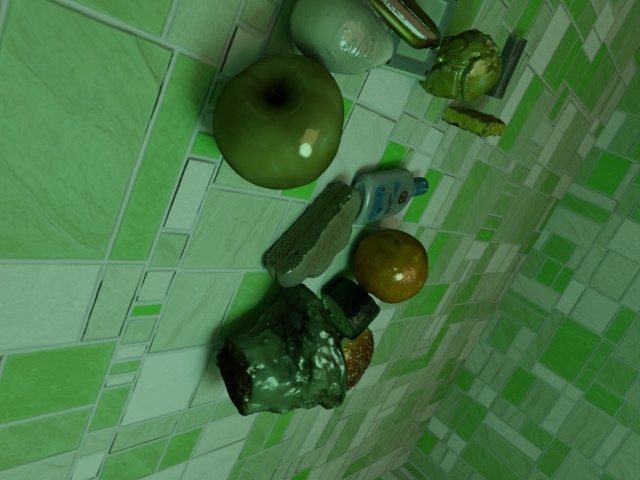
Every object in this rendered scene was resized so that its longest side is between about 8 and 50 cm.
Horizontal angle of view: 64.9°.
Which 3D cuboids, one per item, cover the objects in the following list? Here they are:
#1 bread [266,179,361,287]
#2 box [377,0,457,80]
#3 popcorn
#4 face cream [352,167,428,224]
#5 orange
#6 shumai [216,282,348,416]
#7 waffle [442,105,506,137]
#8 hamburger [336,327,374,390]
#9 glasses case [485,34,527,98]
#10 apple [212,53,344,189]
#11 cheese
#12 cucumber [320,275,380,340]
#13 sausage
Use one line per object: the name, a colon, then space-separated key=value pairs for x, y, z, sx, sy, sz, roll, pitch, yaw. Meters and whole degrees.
bread: x=-0.004 y=-0.004 z=1.403 sx=0.337 sy=0.102 sz=0.183 roll=-49 pitch=151 yaw=-13
box: x=0.199 y=-0.514 z=1.186 sx=0.225 sy=0.117 sz=0.225 roll=-9 pitch=126 yaw=-48
popcorn: x=0.369 y=-0.466 z=1.351 sx=0.204 sy=0.221 sz=0.184 roll=5 pitch=91 yaw=-52
face cream: x=0.221 y=-0.148 z=1.571 sx=0.336 sy=0.080 sz=0.163 roll=-16 pitch=130 yaw=-44
orange: x=0.228 y=0.080 z=1.634 sx=0.246 sy=0.246 sz=0.246 roll=-32 pitch=141 yaw=-31
shumai: x=-0.118 y=0.337 z=1.411 sx=0.323 sy=0.324 sz=0.398 roll=-20 pitch=131 yaw=-22
waffle: x=0.525 y=-0.392 z=1.665 sx=0.211 sy=0.160 sz=0.055 roll=-11 pitch=127 yaw=-46
hamburger: x=0.073 y=0.419 z=1.801 sx=0.300 sy=0.176 sz=0.300 roll=-32 pitch=139 yaw=-33
glasses case: x=0.641 y=-0.595 z=1.737 sx=0.070 sy=0.047 sz=0.205 roll=-9 pitch=126 yaw=-47
apple: x=-0.072 y=-0.224 z=0.987 sx=0.262 sy=0.262 sz=0.262 roll=-32 pitch=141 yaw=-31
cheese: x=0.030 y=-0.418 z=1.001 sx=0.189 sy=0.198 sz=0.154 roll=27 pitch=100 yaw=-48
cucumber: x=0.093 y=0.223 z=1.655 sx=0.130 sy=0.191 sz=0.191 roll=-45 pitch=146 yaw=-25
sausage: x=0.122 y=-0.496 z=1.009 sx=0.371 sy=0.082 sz=0.082 roll=31 pitch=94 yaw=-31
